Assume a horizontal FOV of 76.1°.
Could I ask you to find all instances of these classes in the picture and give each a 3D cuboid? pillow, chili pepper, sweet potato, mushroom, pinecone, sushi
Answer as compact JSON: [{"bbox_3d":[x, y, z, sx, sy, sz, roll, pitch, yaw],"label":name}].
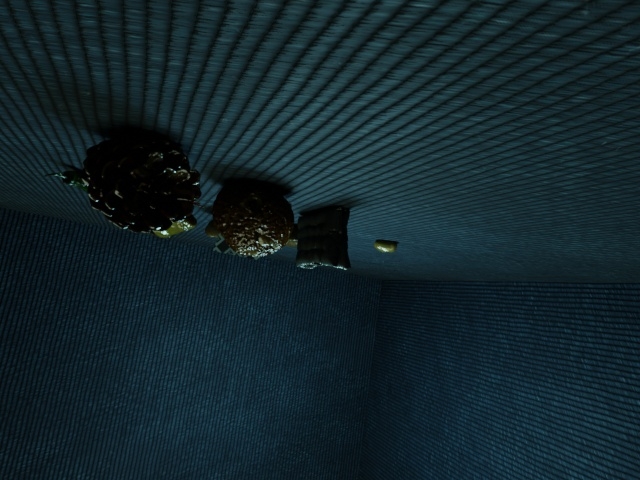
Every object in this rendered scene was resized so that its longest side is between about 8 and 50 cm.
[{"bbox_3d":[0.000,0.000,1.609,0.101,0.229,0.326,7,172,-33],"label":"pillow"},{"bbox_3d":[-0.928,-0.230,1.563,0.121,0.065,0.279,7,176,-13],"label":"chili pepper"},{"bbox_3d":[-0.101,-0.020,1.989,0.384,0.109,0.109,0,168,44],"label":"sweet potato"},{"bbox_3d":[-0.418,-0.043,1.972,0.277,0.146,0.278,11,-178,0],"label":"mushroom"},{"bbox_3d":[-0.476,-0.143,1.108,0.298,0.243,0.295,24,165,-41],"label":"pinecone"},{"bbox_3d":[-0.350,-0.038,1.840,0.231,0.220,0.047,15,-167,-35],"label":"sushi"}]

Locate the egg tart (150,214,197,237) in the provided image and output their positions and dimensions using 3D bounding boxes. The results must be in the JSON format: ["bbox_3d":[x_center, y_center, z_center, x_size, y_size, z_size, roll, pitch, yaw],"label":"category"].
[{"bbox_3d":[-0.640,-0.117,1.546,0.351,0.153,0.339,29,173,-3],"label":"egg tart"}]

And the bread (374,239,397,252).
[{"bbox_3d":[0.329,0.033,2.065,0.115,0.056,0.082,7,170,11],"label":"bread"}]

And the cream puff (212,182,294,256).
[{"bbox_3d":[-0.234,-0.055,1.417,0.302,0.212,0.303,8,156,4],"label":"cream puff"}]

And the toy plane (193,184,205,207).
[{"bbox_3d":[-0.495,-0.174,1.499,0.126,0.077,0.194,18,175,-32],"label":"toy plane"}]
